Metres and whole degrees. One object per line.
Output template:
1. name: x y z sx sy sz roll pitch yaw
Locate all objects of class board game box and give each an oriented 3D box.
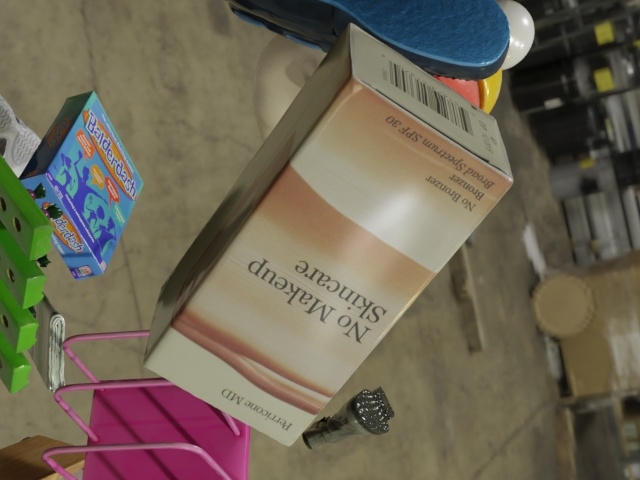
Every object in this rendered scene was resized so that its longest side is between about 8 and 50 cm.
1. board game box: -0.308 -0.075 1.465 0.210 0.047 0.160 -80 151 -53

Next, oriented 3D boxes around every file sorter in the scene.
1. file sorter: -0.201 0.262 1.268 0.182 0.202 0.291 71 17 -59

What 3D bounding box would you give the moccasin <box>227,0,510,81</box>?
1. moccasin: 0.045 -0.253 1.213 0.138 0.342 0.117 -56 162 -22

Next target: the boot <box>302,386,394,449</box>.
1. boot: 0.039 0.334 1.996 0.083 0.161 0.246 64 9 9

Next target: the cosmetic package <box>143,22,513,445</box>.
1. cosmetic package: 0.000 0.000 0.890 0.153 0.296 0.129 30 26 -14

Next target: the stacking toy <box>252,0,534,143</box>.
1. stacking toy: 0.162 -0.252 1.766 0.480 0.350 0.350 -36 115 -31

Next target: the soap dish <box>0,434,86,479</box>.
1. soap dish: -0.427 0.386 1.403 0.118 0.291 0.229 39 19 16

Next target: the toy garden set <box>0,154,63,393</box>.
1. toy garden set: -0.319 -0.004 1.090 0.049 0.244 0.204 -22 59 -36

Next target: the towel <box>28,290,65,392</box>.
1. towel: -0.368 0.120 1.493 0.023 0.152 0.113 -3 112 -27

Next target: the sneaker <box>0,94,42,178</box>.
1. sneaker: -0.538 -0.194 1.698 0.210 0.137 0.366 46 -14 39
